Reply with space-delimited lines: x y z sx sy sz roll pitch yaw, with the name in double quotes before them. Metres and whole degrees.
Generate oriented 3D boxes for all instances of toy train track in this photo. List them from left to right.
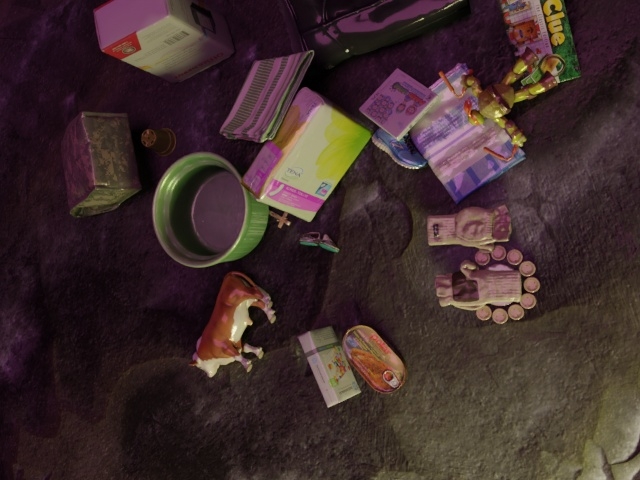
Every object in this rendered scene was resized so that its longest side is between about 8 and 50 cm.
"toy train track" -0.118 -0.064 1.846 0.083 0.014 0.048 30 100 22

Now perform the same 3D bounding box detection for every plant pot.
"plant pot" -0.473 -0.289 1.971 0.083 0.079 0.083 0 89 24

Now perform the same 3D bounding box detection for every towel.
"towel" -0.147 -0.364 1.737 0.247 0.038 0.325 -64 28 -4
"towel" 0.334 -0.259 1.648 0.209 0.034 0.285 -35 76 19

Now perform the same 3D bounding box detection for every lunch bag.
"lunch bag" -0.659 -0.214 1.998 0.287 0.169 0.235 -21 79 47

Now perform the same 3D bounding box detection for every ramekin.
"ramekin" -0.288 -0.079 1.842 0.304 0.148 0.303 -1 87 26

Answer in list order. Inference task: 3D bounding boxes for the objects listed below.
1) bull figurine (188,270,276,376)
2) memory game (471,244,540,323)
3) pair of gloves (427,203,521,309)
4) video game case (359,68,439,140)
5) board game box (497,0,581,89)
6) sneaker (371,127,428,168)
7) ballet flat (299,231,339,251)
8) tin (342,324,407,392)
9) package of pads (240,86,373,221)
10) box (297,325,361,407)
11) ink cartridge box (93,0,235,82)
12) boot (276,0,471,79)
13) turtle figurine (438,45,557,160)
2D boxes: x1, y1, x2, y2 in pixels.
"bull figurine" -0.237 0.243 1.844 0.189 0.101 0.310 20 98 19
"memory game" 0.421 0.103 1.610 0.186 0.012 0.186 -1 87 23
"pair of gloves" 0.361 0.042 1.609 0.204 0.042 0.240 -12 81 26
"video game case" 0.190 -0.336 1.679 0.143 0.019 0.157 -46 53 3
"board game box" 0.487 -0.475 1.537 0.136 0.030 0.259 -15 106 21
"sneaker" 0.200 -0.234 1.678 0.162 0.063 0.073 40 121 19
"ballet flat" 0.000 0.000 1.782 0.114 0.041 0.041 13 94 22
"tin" 0.137 0.294 1.714 0.189 0.040 0.106 48 110 17
"package of pads" -0.036 -0.208 1.693 0.101 0.229 0.296 44 105 37
"box" 0.023 0.310 1.703 0.038 0.145 0.186 -28 77 21
"ink cartridge box" -0.411 -0.555 1.829 0.226 0.306 0.131 -19 80 22
"boot" 0.112 -0.650 1.689 0.445 0.146 0.366 -19 91 26
"turtle figurine" 0.404 -0.336 1.549 0.217 0.087 0.269 -39 75 19
